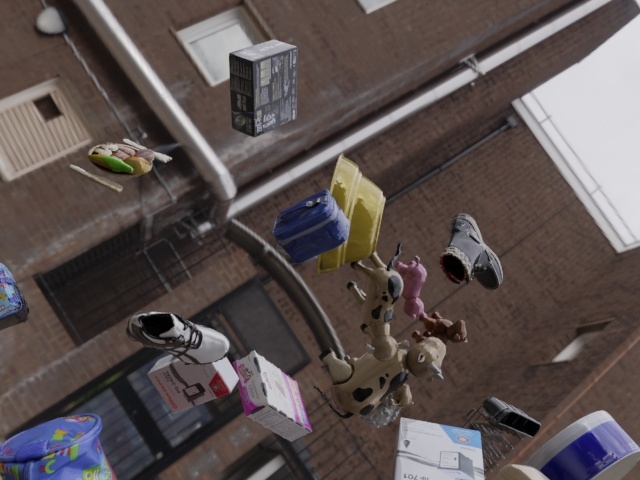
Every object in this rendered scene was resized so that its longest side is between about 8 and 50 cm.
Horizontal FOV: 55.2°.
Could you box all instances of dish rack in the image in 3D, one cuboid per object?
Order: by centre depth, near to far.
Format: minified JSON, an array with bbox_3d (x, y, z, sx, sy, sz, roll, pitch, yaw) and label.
[{"bbox_3d":[0.368,0.486,1.427,0.208,0.271,0.074,32,11,-43],"label":"dish rack"}]

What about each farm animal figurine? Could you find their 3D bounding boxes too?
[{"bbox_3d":[0.133,0.207,1.139,0.330,0.327,0.172,36,8,-40],"label":"farm animal figurine"}]

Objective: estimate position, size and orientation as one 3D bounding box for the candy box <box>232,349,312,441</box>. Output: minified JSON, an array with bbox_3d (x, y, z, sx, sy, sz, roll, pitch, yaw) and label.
[{"bbox_3d":[-0.121,0.401,1.564,0.233,0.071,0.159,51,12,-48],"label":"candy box"}]

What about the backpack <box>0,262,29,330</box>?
[{"bbox_3d":[-0.725,0.111,1.298,0.173,0.158,0.117,60,-25,16],"label":"backpack"}]

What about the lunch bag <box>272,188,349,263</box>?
[{"bbox_3d":[-0.017,-0.021,0.810,0.065,0.098,0.067,56,19,-26],"label":"lunch bag"}]

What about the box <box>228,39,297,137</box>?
[{"bbox_3d":[-0.129,-0.348,1.401,0.077,0.147,0.180,27,-48,30],"label":"box"}]

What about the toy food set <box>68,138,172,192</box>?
[{"bbox_3d":[-0.391,-0.166,1.212,0.132,0.192,0.039,24,-58,7],"label":"toy food set"}]

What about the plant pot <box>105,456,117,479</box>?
[{"bbox_3d":[-0.477,0.541,1.144,0.275,0.274,0.243,120,-49,-64],"label":"plant pot"}]

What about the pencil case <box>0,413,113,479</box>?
[{"bbox_3d":[-0.287,0.365,0.717,0.133,0.119,0.306,163,-86,-84],"label":"pencil case"}]

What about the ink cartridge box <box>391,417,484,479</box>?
[{"bbox_3d":[0.182,0.380,0.960,0.139,0.191,0.082,8,-67,7],"label":"ink cartridge box"}]

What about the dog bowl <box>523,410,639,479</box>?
[{"bbox_3d":[0.554,0.494,1.322,0.104,0.264,0.265,53,-21,38],"label":"dog bowl"}]

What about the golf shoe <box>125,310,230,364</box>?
[{"bbox_3d":[-0.256,0.180,1.129,0.198,0.077,0.094,16,-23,-18],"label":"golf shoe"}]

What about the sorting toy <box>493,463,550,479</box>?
[{"bbox_3d":[0.097,0.281,0.266,0.089,0.256,0.257,24,9,-37],"label":"sorting toy"}]

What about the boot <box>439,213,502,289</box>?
[{"bbox_3d":[0.384,0.070,1.573,0.085,0.179,0.236,-18,-66,36],"label":"boot"}]

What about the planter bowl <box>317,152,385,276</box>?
[{"bbox_3d":[0.060,-0.036,1.052,0.090,0.217,0.217,10,-36,6],"label":"planter bowl"}]

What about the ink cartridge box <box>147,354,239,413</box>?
[{"bbox_3d":[-0.265,0.282,1.274,0.109,0.150,0.063,61,19,-13],"label":"ink cartridge box"}]

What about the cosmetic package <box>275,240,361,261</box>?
[{"bbox_3d":[0.000,0.000,1.671,0.127,0.107,0.238,24,-14,-39],"label":"cosmetic package"}]
